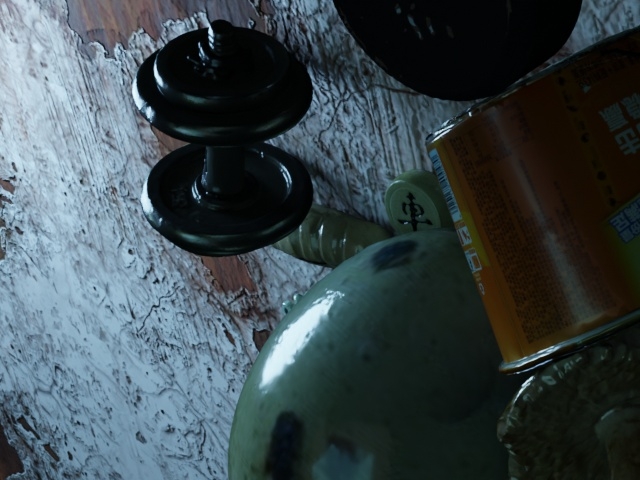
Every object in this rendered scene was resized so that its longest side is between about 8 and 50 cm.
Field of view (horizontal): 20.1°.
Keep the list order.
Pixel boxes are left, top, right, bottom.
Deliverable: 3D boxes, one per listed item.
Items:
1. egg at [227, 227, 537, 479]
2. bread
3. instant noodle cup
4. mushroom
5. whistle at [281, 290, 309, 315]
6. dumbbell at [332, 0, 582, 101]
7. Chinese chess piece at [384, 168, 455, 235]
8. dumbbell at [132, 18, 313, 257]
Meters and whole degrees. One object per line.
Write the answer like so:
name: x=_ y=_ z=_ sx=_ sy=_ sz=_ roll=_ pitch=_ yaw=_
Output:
egg: x=0.088 y=0.188 z=1.795 sx=0.345 sy=0.345 sz=0.428 roll=27 pitch=110 yaw=34
bread: x=0.001 y=0.000 z=2.002 sx=0.214 sy=0.053 sz=0.073 roll=17 pitch=134 yaw=41
instant noodle cup: x=0.233 y=-0.043 z=1.516 sx=0.296 sy=0.296 sz=0.214 roll=-28 pitch=88 yaw=55
mushroom: x=0.280 y=0.233 z=1.568 sx=0.233 sy=0.208 sz=0.302 roll=-14 pitch=74 yaw=16
whistle: x=0.043 y=0.145 z=2.036 sx=0.244 sy=0.092 sz=0.110 roll=40 pitch=141 yaw=23
dumbbell: x=0.172 y=-0.256 z=1.357 sx=0.203 sy=0.322 sz=0.204 roll=30 pitch=137 yaw=32
Chinese chess piece: x=0.104 y=-0.033 z=1.869 sx=0.084 sy=0.034 sz=0.084 roll=29 pitch=136 yaw=32
dumbbell: x=-0.102 y=-0.104 z=1.919 sx=0.192 sy=0.192 sz=0.290 roll=30 pitch=137 yaw=31
